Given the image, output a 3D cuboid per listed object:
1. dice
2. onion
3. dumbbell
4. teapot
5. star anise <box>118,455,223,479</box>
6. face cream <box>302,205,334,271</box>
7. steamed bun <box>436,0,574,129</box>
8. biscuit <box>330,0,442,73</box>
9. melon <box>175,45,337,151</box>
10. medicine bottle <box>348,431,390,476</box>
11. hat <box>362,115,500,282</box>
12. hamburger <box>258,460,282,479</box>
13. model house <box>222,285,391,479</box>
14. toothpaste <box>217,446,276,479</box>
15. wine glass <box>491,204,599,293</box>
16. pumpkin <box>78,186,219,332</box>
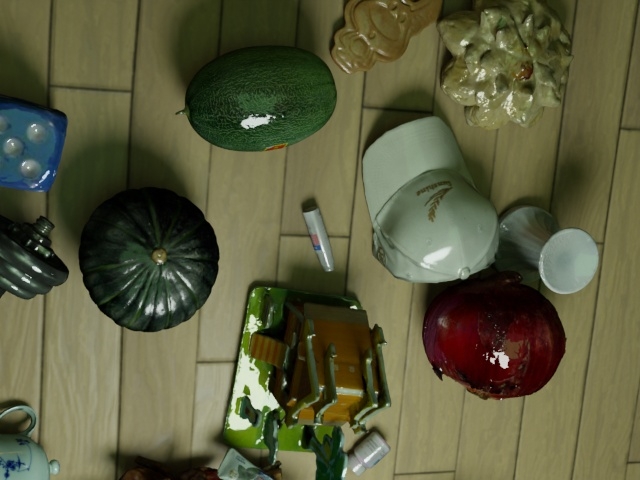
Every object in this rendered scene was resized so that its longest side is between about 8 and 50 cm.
[{"bbox_3d":[-0.500,-0.162,1.519,0.146,0.146,0.143,11,96,-19],"label":"dice"},{"bbox_3d":[0.333,0.180,1.783,0.276,0.276,0.276,-4,102,-16],"label":"onion"},{"bbox_3d":[-0.582,0.124,1.537,0.179,0.179,0.406,40,88,-20],"label":"dumbbell"},{"bbox_3d":[-0.535,0.408,1.635,0.159,0.159,0.232,-9,75,-15],"label":"teapot"},{"bbox_3d":[-0.271,0.473,1.738,0.196,0.111,0.212,-14,131,19],"label":"star anise"},{"bbox_3d":[0.000,0.000,1.765,0.034,0.034,0.130,-22,107,-12],"label":"face cream"},{"bbox_3d":[0.360,-0.355,1.749,0.292,0.137,0.295,31,93,-19],"label":"steamed bun"},{"bbox_3d":[0.116,-0.407,1.718,0.236,0.040,0.144,-45,105,-6],"label":"biscuit"},{"bbox_3d":[-0.112,-0.244,1.602,0.288,0.182,0.182,-9,104,-17],"label":"melon"},{"bbox_3d":[0.095,0.433,1.875,0.089,0.052,0.052,-41,110,-5],"label":"medicine bottle"},{"bbox_3d":[0.219,-0.083,1.744,0.258,0.168,0.301,-21,107,-13],"label":"hat"},{"bbox_3d":[-0.138,0.511,1.807,0.102,0.087,0.176,10,95,-10],"label":"hamburger"},{"bbox_3d":[-0.021,0.294,1.677,0.242,0.313,0.357,11,99,-16],"label":"model house"},{"bbox_3d":[-0.091,0.476,1.750,0.233,0.038,0.060,35,64,-11],"label":"toothpaste"},{"bbox_3d":[0.442,0.021,1.821,0.165,0.196,0.165,-4,101,-18],"label":"wine glass"},{"bbox_3d":[-0.298,0.036,1.597,0.250,0.216,0.250,13,65,-28],"label":"pumpkin"}]
